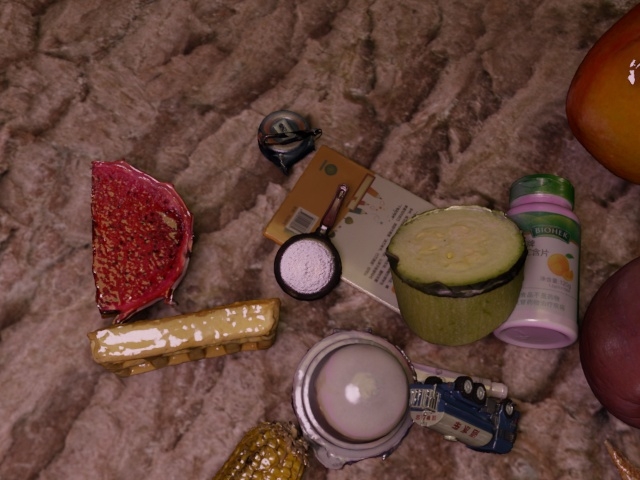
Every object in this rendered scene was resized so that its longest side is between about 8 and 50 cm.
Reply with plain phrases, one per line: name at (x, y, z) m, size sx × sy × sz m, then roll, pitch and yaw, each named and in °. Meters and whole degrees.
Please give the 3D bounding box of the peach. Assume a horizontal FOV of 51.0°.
peach at (0.597, -0.252, 1.121) m, size 0.372 × 0.373 × 0.290 m, roll 15°, pitch 64°, yaw 2°

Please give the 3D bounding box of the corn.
corn at (-0.127, 0.386, 0.928) m, size 0.115 × 0.115 × 0.318 m, roll 34°, pitch 69°, yaw 10°

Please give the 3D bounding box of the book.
book at (0.078, -0.021, 1.163) m, size 0.295 × 0.020 × 0.208 m, roll 30°, pitch 68°, yaw 8°

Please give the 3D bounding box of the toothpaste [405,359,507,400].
toothpaste at (0.200, 0.223, 1.066) m, size 0.190 × 0.031 × 0.048 m, roll 10°, pitch 73°, yaw 3°

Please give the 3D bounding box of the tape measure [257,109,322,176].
tape measure at (-0.067, -0.195, 1.151) m, size 0.104 × 0.180 × 0.107 m, roll -43°, pitch 77°, yaw -3°

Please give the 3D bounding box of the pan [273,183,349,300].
pan at (0.000, -0.001, 1.113) m, size 0.114 × 0.040 × 0.212 m, roll 25°, pitch 82°, yaw 2°

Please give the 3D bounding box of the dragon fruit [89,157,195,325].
dragon fruit at (-0.282, 0.014, 1.073) m, size 0.161 × 0.126 × 0.274 m, roll -4°, pitch 72°, yaw -17°

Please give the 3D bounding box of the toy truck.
toy truck at (0.210, 0.252, 0.975) m, size 0.201 × 0.074 × 0.088 m, roll 31°, pitch 61°, yaw -34°

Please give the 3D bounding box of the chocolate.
chocolate at (0.052, 0.227, 0.983) m, size 0.221 × 0.147 × 0.221 m, roll 0°, pitch 78°, yaw 2°

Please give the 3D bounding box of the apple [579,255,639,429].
apple at (0.527, 0.144, 0.973) m, size 0.305 × 0.306 × 0.235 m, roll 14°, pitch 54°, yaw 2°

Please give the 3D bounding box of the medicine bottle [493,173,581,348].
medicine bottle at (0.358, 0.030, 1.104) m, size 0.133 × 0.133 × 0.274 m, roll 11°, pitch 65°, yaw 0°

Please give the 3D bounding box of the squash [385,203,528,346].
squash at (0.219, 0.044, 1.054) m, size 0.220 × 0.133 × 0.220 m, roll -13°, pitch 41°, yaw 11°

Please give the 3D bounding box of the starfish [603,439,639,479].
starfish at (0.561, 0.430, 0.990) m, size 0.299 × 0.060 × 0.302 m, roll 15°, pitch 67°, yaw -1°

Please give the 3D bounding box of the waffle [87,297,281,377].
waffle at (-0.191, 0.145, 0.994) m, size 0.274 × 0.168 × 0.057 m, roll -10°, pitch 74°, yaw -10°
